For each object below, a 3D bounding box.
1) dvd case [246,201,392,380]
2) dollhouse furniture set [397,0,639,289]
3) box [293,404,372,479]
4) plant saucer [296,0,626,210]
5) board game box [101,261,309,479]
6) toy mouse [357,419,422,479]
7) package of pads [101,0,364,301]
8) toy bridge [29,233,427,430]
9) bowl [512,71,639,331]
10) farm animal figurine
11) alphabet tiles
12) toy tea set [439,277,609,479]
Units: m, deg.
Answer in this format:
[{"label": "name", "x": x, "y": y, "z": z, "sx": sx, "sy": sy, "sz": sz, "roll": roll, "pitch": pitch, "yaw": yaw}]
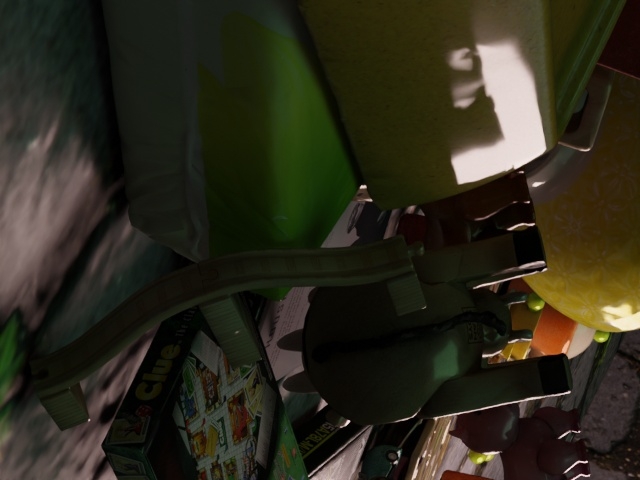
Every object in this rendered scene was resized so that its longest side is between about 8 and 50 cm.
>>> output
[{"label": "dvd case", "x": 0.000, "y": 0.000, "z": 1.175, "sx": 0.239, "sy": 0.030, "sz": 0.179, "roll": -24, "pitch": 134, "yaw": -69}, {"label": "dollhouse furniture set", "x": 0.160, "y": -0.093, "z": 1.302, "sx": 0.201, "sy": 0.152, "sz": 0.374, "roll": -63, "pitch": 169, "yaw": -64}, {"label": "box", "x": -0.032, "y": 0.231, "z": 1.368, "sx": 0.184, "sy": 0.045, "sz": 0.190, "roll": -21, "pitch": 133, "yaw": -68}, {"label": "plant saucer", "x": 0.110, "y": -0.190, "z": 0.781, "sx": 0.333, "sy": 0.081, "sz": 0.333, "roll": -63, "pitch": 164, "yaw": -12}, {"label": "board game box", "x": -0.053, "y": 0.143, "z": 1.044, "sx": 0.259, "sy": 0.030, "sz": 0.136, "roll": 74, "pitch": 28, "yaw": -45}, {"label": "toy mouse", "x": 0.054, "y": 0.226, "z": 1.695, "sx": 0.143, "sy": 0.031, "sz": 0.161, "roll": -67, "pitch": 166, "yaw": -1}, {"label": "package of pads", "x": -0.002, "y": -0.149, "z": 0.808, "sx": 0.229, "sy": 0.101, "sz": 0.296, "roll": -57, "pitch": 163, "yaw": -32}, {"label": "toy bridge", "x": -0.043, "y": 0.033, "z": 0.824, "sx": 0.063, "sy": 0.188, "sz": 0.026, "roll": 67, "pitch": 5, "yaw": -54}, {"label": "bowl", "x": 0.233, "y": -0.079, "z": 1.579, "sx": 0.156, "sy": 0.289, "sz": 0.289, "roll": 20, "pitch": 93, "yaw": -34}, {"label": "farm animal figurine", "x": 0.058, "y": 0.085, "z": 1.056, "sx": 0.327, "sy": 0.172, "sz": 0.330, "roll": 62, "pitch": 17, "yaw": -67}, {"label": "alphabet tiles", "x": 0.125, "y": 0.179, "z": 1.855, "sx": 0.342, "sy": 0.011, "sz": 0.285, "roll": -58, "pitch": 164, "yaw": -53}, {"label": "toy tea set", "x": 0.231, "y": 0.187, "z": 2.058, "sx": 0.200, "sy": 0.124, "sz": 0.336, "roll": -54, "pitch": 162, "yaw": -62}]
